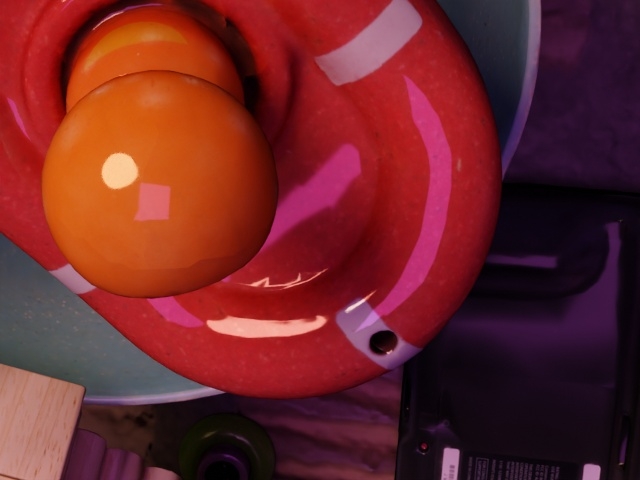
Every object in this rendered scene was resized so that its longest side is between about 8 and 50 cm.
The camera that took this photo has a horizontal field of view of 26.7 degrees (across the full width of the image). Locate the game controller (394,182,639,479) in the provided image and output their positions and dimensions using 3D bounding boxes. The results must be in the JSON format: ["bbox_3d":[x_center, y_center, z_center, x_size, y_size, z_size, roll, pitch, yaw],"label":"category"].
[{"bbox_3d":[0.120,0.130,0.682,0.167,0.067,0.319,8,105,16],"label":"game controller"}]

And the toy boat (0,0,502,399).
[{"bbox_3d":[-0.044,-0.035,0.381,0.151,0.151,0.231,-38,119,16],"label":"toy boat"}]

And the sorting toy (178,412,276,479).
[{"bbox_3d":[-0.049,0.144,0.696,0.061,0.042,0.102,10,105,1],"label":"sorting toy"}]

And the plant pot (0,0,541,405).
[{"bbox_3d":[-0.077,-0.108,0.536,0.290,0.195,0.290,-3,122,-5],"label":"plant pot"}]

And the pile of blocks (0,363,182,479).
[{"bbox_3d":[-0.085,0.175,0.581,0.149,0.112,0.362,-15,139,34],"label":"pile of blocks"}]
